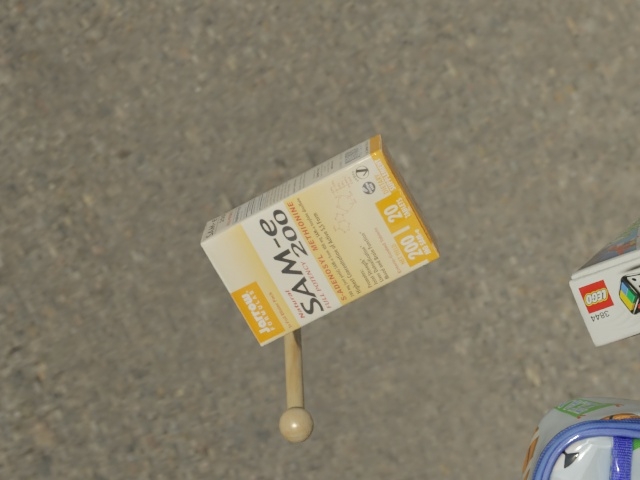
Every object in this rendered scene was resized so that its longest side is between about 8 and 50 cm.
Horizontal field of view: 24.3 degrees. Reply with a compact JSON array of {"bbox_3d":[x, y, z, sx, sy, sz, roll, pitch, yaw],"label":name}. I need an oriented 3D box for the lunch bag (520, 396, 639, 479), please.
[{"bbox_3d":[0.226,0.256,0.949,0.243,0.115,0.303,4,95,1],"label":"lunch bag"}]

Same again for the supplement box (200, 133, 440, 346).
[{"bbox_3d":[0.000,0.000,0.717,0.062,0.098,0.036,60,9,-15],"label":"supplement box"}]

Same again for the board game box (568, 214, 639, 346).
[{"bbox_3d":[0.303,-0.018,1.016,0.305,0.193,0.053,-27,95,-62],"label":"board game box"}]

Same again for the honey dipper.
[{"bbox_3d":[-0.016,0.044,0.804,0.030,0.030,0.160,30,38,-30],"label":"honey dipper"}]
